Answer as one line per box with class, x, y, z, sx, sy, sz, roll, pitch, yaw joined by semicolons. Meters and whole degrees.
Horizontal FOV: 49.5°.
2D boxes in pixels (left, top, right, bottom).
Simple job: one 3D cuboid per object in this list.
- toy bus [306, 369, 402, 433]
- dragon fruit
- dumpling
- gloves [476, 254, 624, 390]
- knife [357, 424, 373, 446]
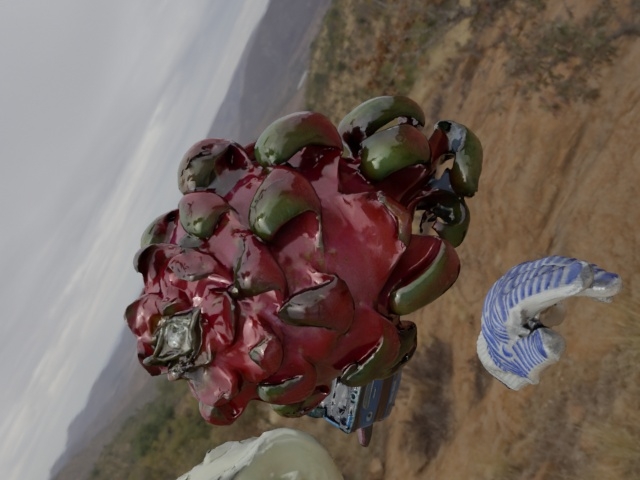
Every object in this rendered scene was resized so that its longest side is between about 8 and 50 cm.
toy bus;0.002;0.135;0.779;0.185;0.106;0.090;20;102;43
dragon fruit;-0.004;0.004;0.498;0.273;0.218;0.198;-49;-1;11
dumpling;-0.071;0.343;0.774;0.318;0.243;0.187;-44;9;39
gloves;0.197;0.074;0.638;0.229;0.097;0.119;109;176;-62
knife;0.073;0.188;1.058;0.018;0.035;0.247;126;152;-60
